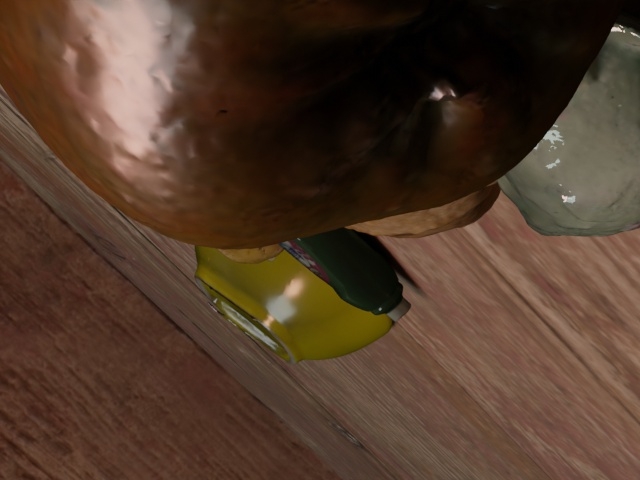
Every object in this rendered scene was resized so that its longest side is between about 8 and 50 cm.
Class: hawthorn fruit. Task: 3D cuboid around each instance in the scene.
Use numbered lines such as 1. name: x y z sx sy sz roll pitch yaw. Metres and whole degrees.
1. hawthorn fruit: -0.033 -0.149 0.647 0.301 0.268 0.268 34 167 38

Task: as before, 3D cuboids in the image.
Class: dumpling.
1. dumpling: 0.148 -0.044 0.803 0.149 0.105 0.216 37 167 17

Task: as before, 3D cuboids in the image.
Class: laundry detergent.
1. laundry detergent: 0.000 0.000 1.556 0.211 0.063 0.137 41 171 -13

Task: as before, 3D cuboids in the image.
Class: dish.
1. dish: -0.055 0.046 1.780 0.262 0.108 0.221 36 167 21

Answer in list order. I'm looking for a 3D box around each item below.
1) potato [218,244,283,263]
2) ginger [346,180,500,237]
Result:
1. potato: -0.104 -0.046 1.649 0.170 0.080 0.107 44 161 -13
2. ginger: 0.007 -0.085 0.972 0.190 0.126 0.354 14 173 42
